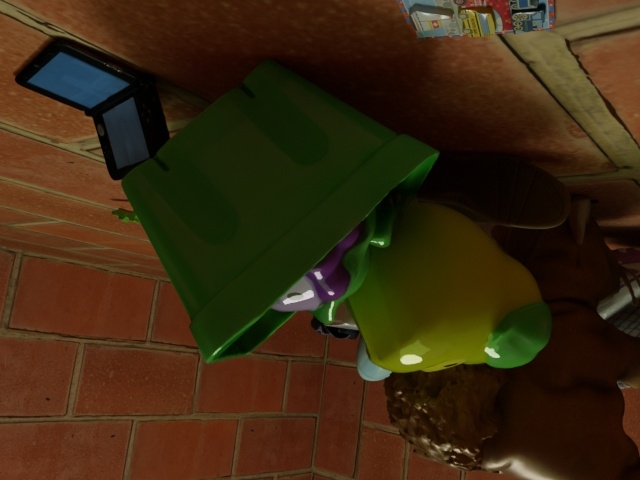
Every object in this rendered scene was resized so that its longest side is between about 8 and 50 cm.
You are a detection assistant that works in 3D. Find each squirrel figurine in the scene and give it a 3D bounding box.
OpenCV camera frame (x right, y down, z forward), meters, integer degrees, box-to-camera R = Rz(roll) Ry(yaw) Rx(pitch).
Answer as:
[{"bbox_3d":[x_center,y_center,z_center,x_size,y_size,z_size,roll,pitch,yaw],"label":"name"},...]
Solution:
[{"bbox_3d":[0.261,0.116,0.803,0.398,0.370,0.281,15,166,-15],"label":"squirrel figurine"}]

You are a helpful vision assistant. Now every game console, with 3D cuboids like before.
[{"bbox_3d":[-0.225,-0.120,0.601,0.085,0.124,0.144,-20,-170,-39],"label":"game console"}]

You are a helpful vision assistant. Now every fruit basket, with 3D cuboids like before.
[{"bbox_3d":[0.028,0.040,0.617,0.392,0.283,0.392,47,172,8],"label":"fruit basket"}]

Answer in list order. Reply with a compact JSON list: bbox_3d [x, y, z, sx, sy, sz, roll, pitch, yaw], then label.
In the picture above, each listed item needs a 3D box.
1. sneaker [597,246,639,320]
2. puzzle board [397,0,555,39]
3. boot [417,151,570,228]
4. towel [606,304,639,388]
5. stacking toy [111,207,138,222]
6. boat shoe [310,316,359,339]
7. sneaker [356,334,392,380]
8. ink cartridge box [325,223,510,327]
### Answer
[{"bbox_3d":[0.459,0.032,0.974,0.282,0.161,0.102,-29,149,14],"label":"sneaker"},{"bbox_3d":[0.089,-0.157,0.368,0.097,0.011,0.128,2,169,23],"label":"puzzle board"},{"bbox_3d":[0.183,-0.047,0.744,0.214,0.077,0.165,12,171,14],"label":"boot"},{"bbox_3d":[0.585,0.133,0.964,0.284,0.121,0.235,-36,-171,-15],"label":"towel"},{"bbox_3d":[-0.281,-0.036,1.234,0.221,0.052,0.167,6,169,15],"label":"stacking toy"},{"bbox_3d":[0.045,0.117,1.198,0.127,0.158,0.340,4,170,16],"label":"boat shoe"},{"bbox_3d":[0.170,0.134,1.172,0.366,0.135,0.150,-34,161,-46],"label":"sneaker"},{"bbox_3d":[0.161,0.055,0.981,0.279,0.201,0.117,9,170,-15],"label":"ink cartridge box"}]
